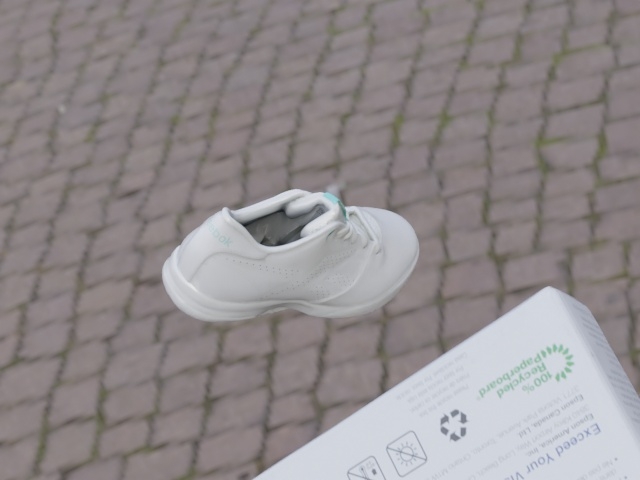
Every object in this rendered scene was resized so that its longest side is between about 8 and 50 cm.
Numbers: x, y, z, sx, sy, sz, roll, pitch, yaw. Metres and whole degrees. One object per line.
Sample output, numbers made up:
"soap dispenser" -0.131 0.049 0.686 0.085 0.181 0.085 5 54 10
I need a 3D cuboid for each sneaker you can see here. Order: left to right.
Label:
"sneaker" 0.000 0.000 1.179 0.212 0.094 0.080 -10 55 -43

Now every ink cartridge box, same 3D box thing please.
"ink cartridge box" 0.050 0.167 0.629 0.223 0.045 0.224 -34 62 20
